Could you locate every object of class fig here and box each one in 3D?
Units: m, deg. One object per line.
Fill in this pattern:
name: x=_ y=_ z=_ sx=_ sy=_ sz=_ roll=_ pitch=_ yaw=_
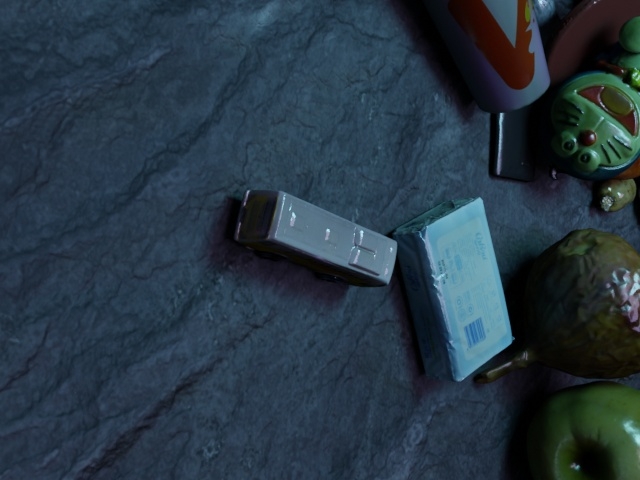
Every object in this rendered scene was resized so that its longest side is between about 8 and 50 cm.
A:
fig: x=0.428 y=0.150 z=1.862 sx=0.369 sy=0.286 sz=0.286 roll=-28 pitch=113 yaw=-3

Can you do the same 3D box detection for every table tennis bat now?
table tennis bat: x=0.591 y=-0.382 z=1.971 sx=0.415 sy=0.051 sz=0.268 roll=-17 pitch=139 yaw=-21

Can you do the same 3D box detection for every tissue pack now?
tissue pack: x=0.220 y=0.078 z=1.727 sx=0.177 sy=0.089 sz=0.263 roll=-27 pitch=106 yaw=-43

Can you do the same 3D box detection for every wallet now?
wallet: x=0.357 y=-0.232 z=1.907 sx=0.124 sy=0.025 sz=0.244 roll=6 pitch=85 yaw=-44

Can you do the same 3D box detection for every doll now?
doll: x=0.526 y=-0.237 z=1.903 sx=0.198 sy=0.186 sz=0.322 roll=44 pitch=93 yaw=5

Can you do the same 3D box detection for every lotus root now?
lotus root: x=0.601 y=-0.096 z=2.120 sx=0.152 sy=0.063 sz=0.072 roll=-32 pitch=121 yaw=-44

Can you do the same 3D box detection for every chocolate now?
chocolate: x=0.410 y=-0.406 z=1.931 sx=0.072 sy=0.072 sz=0.167 roll=-55 pitch=127 yaw=-30

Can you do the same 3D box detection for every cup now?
cup: x=0.278 y=-0.367 z=1.734 sx=0.203 sy=0.203 sz=0.288 roll=-51 pitch=130 yaw=-32

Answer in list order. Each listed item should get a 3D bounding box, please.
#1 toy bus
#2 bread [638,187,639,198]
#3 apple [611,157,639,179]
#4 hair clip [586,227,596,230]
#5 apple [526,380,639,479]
toy bus: x=0.000 y=0.000 z=1.498 sx=0.268 sy=0.106 sz=0.092 roll=23 pitch=75 yaw=-42
bread: x=0.801 y=-0.124 z=2.256 sx=0.274 sy=0.149 sz=0.274 roll=1 pitch=88 yaw=-48
apple: x=0.584 y=-0.201 z=2.058 sx=0.163 sy=0.139 sz=0.163 roll=-21 pitch=116 yaw=-53
hair clip: x=0.566 y=0.082 z=2.108 sx=0.070 sy=0.039 sz=0.229 roll=-53 pitch=128 yaw=-31
apple: x=0.507 y=0.375 z=1.884 sx=0.279 sy=0.279 sz=0.279 roll=1 pitch=89 yaw=-44
